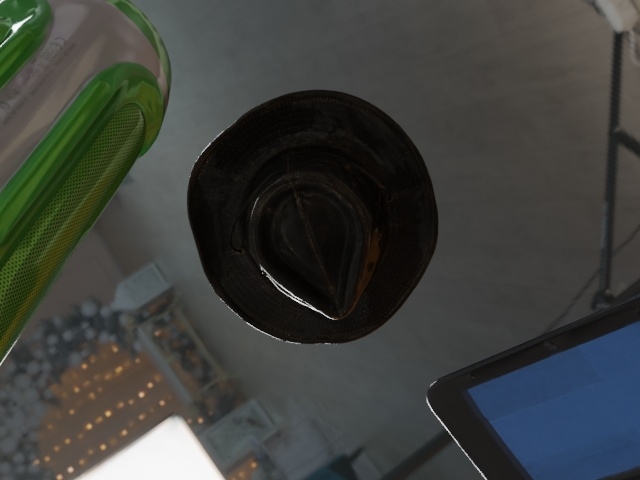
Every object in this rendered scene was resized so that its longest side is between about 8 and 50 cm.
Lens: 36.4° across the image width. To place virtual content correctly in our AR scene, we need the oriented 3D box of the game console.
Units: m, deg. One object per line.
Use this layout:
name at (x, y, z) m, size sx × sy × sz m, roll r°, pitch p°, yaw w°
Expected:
game console at (0.252, 0.216, 0.818) m, size 0.173 × 0.250 × 0.293 m, roll 30°, pitch 135°, yaw -35°

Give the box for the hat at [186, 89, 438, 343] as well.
hat at (0.000, 0.000, 1.137) m, size 0.134 × 0.331 × 0.331 m, roll -106°, pitch -9°, yaw -67°

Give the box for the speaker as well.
speaker at (-0.180, -0.024, 0.508) m, size 0.131 × 0.296 × 0.131 m, roll 10°, pitch 132°, yaw 11°
